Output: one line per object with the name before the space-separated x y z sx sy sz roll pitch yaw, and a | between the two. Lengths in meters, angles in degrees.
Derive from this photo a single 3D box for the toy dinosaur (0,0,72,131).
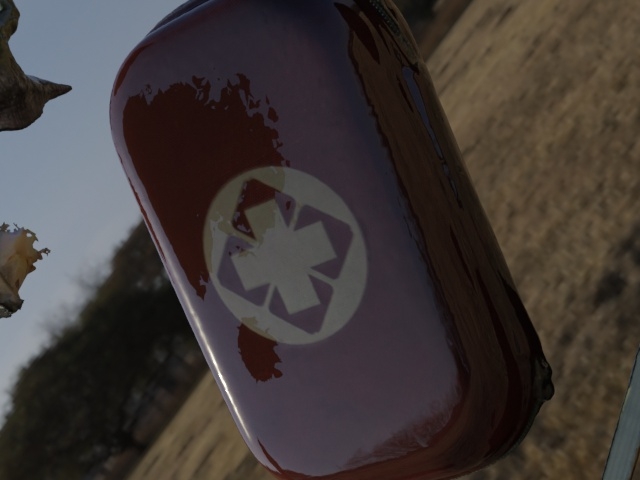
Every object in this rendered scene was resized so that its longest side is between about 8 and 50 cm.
toy dinosaur | -0.378 -0.166 1.317 0.294 0.162 0.077 -36 -4 -46

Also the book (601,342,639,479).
book | 0.265 0.122 1.038 0.374 0.028 0.262 11 -86 -74

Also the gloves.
gloves | -0.313 0.046 1.103 0.153 0.070 0.114 -35 27 31

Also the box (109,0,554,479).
box | 0.000 0.000 0.938 0.263 0.404 0.108 -22 4 31
